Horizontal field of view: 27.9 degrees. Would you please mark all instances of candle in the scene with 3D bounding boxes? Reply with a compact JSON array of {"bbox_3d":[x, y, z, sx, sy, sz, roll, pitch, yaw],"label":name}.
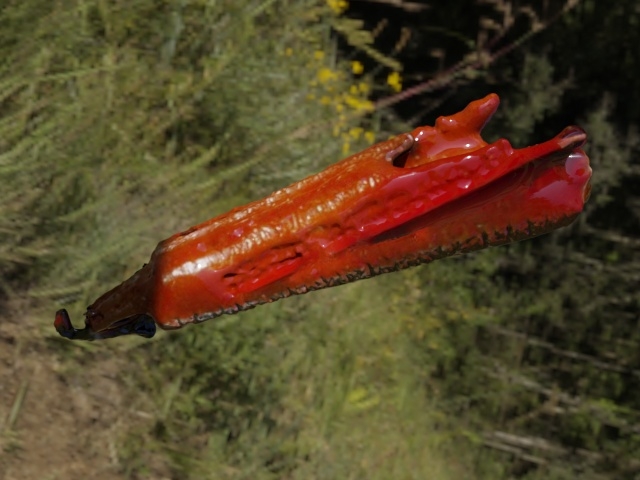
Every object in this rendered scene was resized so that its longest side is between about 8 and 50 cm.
[{"bbox_3d":[0.000,0.000,0.688,0.059,0.302,0.084,65,5,-54],"label":"candle"}]
